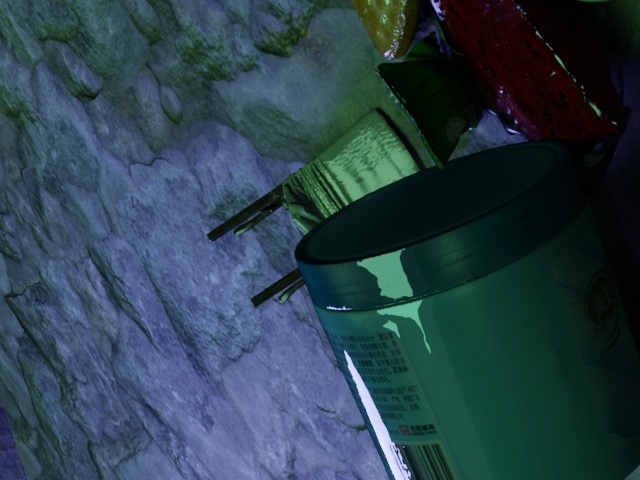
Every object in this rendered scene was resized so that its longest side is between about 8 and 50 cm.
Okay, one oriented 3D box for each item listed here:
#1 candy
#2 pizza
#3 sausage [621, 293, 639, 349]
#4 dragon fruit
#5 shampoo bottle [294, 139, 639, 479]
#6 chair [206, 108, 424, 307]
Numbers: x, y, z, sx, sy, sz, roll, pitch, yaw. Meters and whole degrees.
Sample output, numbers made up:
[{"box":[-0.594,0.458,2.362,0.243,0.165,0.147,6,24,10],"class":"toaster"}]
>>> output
[{"box":[0.139,-0.179,1.526,0.141,0.203,0.078,46,120,-2],"class":"candy"},{"box":[0.069,-0.346,1.595,0.199,0.062,0.188,46,144,32],"class":"pizza"},{"box":[0.472,0.136,1.433,0.371,0.082,0.082,17,129,45],"class":"sausage"},{"box":[0.226,-0.234,1.427,0.344,0.100,0.282,53,166,7],"class":"dragon fruit"},{"box":[0.182,0.107,1.418,0.331,0.331,0.343,-4,112,54],"class":"shampoo bottle"},{"box":[0.011,-0.047,1.850,0.160,0.319,0.186,56,-169,7],"class":"chair"}]
